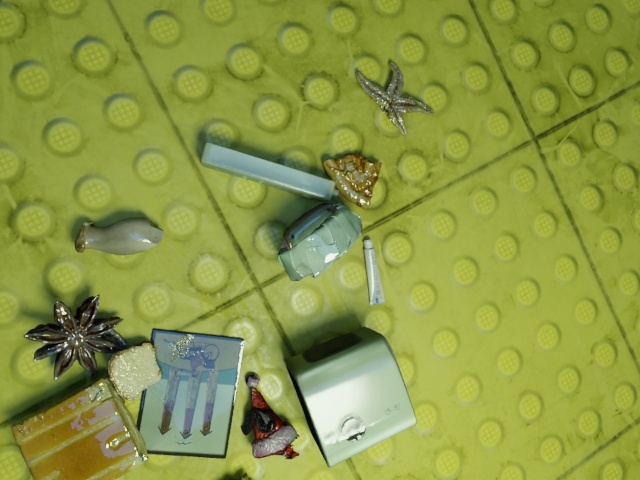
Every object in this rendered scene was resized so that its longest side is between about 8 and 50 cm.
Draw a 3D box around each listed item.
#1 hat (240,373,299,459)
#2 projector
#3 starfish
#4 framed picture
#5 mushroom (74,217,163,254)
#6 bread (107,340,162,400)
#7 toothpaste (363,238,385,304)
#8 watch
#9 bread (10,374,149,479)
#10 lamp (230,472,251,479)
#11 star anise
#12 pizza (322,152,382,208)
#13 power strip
[{"bbox_3d":[-0.146,0.466,1.204,0.128,0.140,0.228,-19,80,-22],"label":"hat"},{"bbox_3d":[0.070,0.391,1.181,0.249,0.248,0.249,-21,92,-12],"label":"projector"},{"bbox_3d":[0.221,-0.433,1.339,0.138,0.050,0.247,-43,100,-12],"label":"starfish"},{"bbox_3d":[-0.348,0.411,1.211,0.244,0.013,0.324,9,86,-11],"label":"framed picture"},{"bbox_3d":[-0.508,-0.011,1.148,0.212,0.088,0.097,-2,79,-6],"label":"mushroom"},{"bbox_3d":[-0.471,0.328,1.147,0.126,0.044,0.129,-25,99,-44],"label":"bread"},{"bbox_3d":[0.152,0.091,1.320,0.048,0.031,0.191,-10,94,-15],"label":"toothpaste"},{"bbox_3d":[0.000,0.000,1.181,0.253,0.241,0.162,-39,95,-11],"label":"watch"},{"bbox_3d":[-0.575,0.484,1.106,0.246,0.111,0.239,-24,93,-10],"label":"bread"},{"bbox_3d":[-0.214,0.710,1.168,0.156,0.135,0.157,-34,98,-11],"label":"lamp"},{"bbox_3d":[-0.586,0.240,1.121,0.262,0.081,0.230,26,82,-40],"label":"star anise"},{"bbox_3d":[0.113,-0.185,1.302,0.161,0.062,0.182,-32,94,-13],"label":"pizza"},{"bbox_3d":[-0.130,-0.178,1.234,0.385,0.091,0.062,16,87,-12],"label":"power strip"}]
